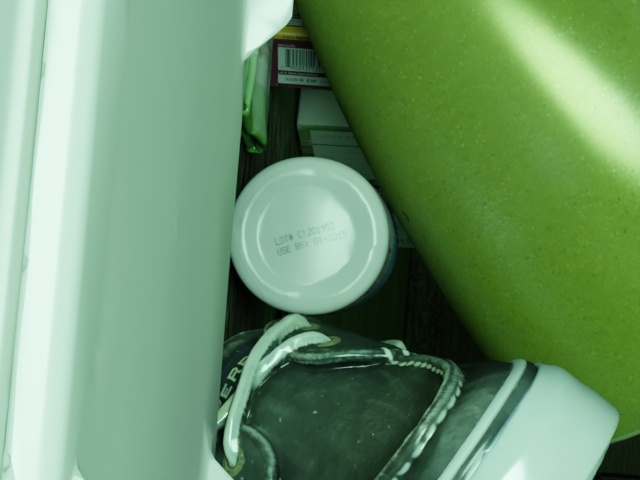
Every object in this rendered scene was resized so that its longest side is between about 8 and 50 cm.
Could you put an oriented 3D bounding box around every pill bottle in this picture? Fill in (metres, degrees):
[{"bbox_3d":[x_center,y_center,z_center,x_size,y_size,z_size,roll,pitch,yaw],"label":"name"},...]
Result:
[{"bbox_3d":[0.000,0.000,0.983,0.160,0.087,0.087,26,67,-84],"label":"pill bottle"}]

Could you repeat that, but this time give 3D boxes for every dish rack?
[{"bbox_3d":[-0.060,-0.007,0.495,0.285,0.072,0.332,52,43,-82],"label":"dish rack"}]

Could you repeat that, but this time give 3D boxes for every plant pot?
[{"bbox_3d":[0.128,-0.084,0.951,0.293,0.275,0.275,46,9,-10],"label":"plant pot"}]

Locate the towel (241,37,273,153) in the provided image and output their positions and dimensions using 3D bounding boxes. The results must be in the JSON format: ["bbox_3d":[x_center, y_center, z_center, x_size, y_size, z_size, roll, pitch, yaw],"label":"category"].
[{"bbox_3d":[-0.030,-0.131,0.926,0.113,0.023,0.152,54,40,-80],"label":"towel"}]

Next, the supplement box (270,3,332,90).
[{"bbox_3d":[-0.002,-0.133,1.047,0.083,0.055,0.043,-79,172,-46],"label":"supplement box"}]

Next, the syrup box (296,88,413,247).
[{"bbox_3d":[0.041,-0.077,1.302,0.237,0.093,0.096,78,16,-69],"label":"syrup box"}]

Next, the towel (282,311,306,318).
[{"bbox_3d":[-0.032,0.140,1.100,0.237,0.021,0.102,-79,176,-56],"label":"towel"}]

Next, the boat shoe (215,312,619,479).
[{"bbox_3d":[-0.003,0.090,0.651,0.121,0.119,0.335,-50,-177,-21],"label":"boat shoe"}]
